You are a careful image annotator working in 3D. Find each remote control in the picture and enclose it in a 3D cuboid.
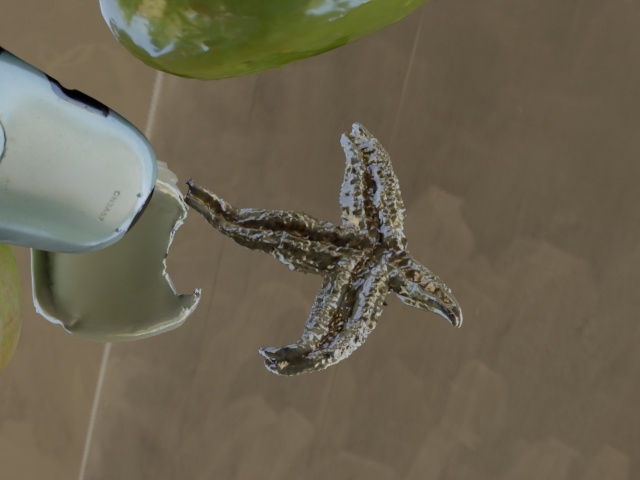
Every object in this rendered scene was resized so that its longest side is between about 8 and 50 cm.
[{"bbox_3d":[-0.172,-0.048,0.458,0.045,0.256,0.097,45,-73,38],"label":"remote control"}]

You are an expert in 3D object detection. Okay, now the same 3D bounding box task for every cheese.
[{"bbox_3d":[-0.288,0.014,1.448,0.233,0.127,0.266,-1,-70,-20],"label":"cheese"}]

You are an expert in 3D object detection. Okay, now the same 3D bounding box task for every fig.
[{"bbox_3d":[-0.022,-0.246,0.706,0.258,0.258,0.326,44,-66,-5],"label":"fig"}]

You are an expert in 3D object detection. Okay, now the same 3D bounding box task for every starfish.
[{"bbox_3d":[0.000,0.000,1.369,0.323,0.432,0.082,-11,-42,-17],"label":"starfish"}]

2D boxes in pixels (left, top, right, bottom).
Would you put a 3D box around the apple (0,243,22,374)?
[{"bbox_3d":[-0.510,0.069,1.226,0.319,0.277,0.319,-11,-69,-30],"label":"apple"}]
